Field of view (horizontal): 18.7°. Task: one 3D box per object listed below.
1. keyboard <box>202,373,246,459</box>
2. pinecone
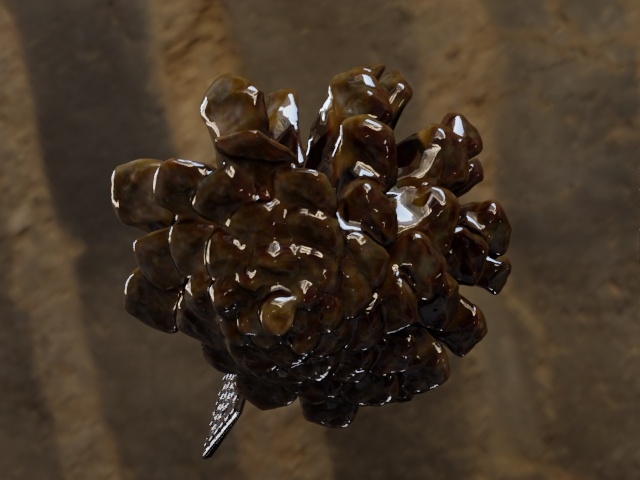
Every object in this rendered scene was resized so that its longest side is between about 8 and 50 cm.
[{"bbox_3d":[-0.044,0.053,1.290,0.010,0.198,0.063,24,-43,-11],"label":"keyboard"},{"bbox_3d":[0.001,-0.002,1.158,0.202,0.201,0.229,6,-49,47],"label":"pinecone"}]
